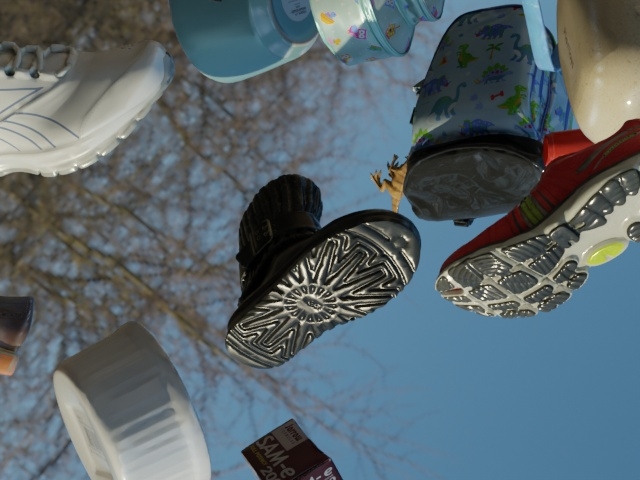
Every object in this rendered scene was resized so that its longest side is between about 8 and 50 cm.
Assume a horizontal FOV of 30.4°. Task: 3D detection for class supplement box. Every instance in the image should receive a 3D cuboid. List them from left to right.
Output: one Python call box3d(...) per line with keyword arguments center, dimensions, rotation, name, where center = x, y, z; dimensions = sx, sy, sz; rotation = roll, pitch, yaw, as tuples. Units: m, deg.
box3d(center=(0.013, 0.319, 1.243), dimensions=(0.073, 0.239, 0.130), rotation=(-30, -163, -11), name="supplement box")

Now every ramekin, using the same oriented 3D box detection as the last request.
box3d(center=(-0.286, 0.272, 1.748), dimensions=(0.135, 0.277, 0.277), rotation=(-24, -170, -24), name="ramekin")

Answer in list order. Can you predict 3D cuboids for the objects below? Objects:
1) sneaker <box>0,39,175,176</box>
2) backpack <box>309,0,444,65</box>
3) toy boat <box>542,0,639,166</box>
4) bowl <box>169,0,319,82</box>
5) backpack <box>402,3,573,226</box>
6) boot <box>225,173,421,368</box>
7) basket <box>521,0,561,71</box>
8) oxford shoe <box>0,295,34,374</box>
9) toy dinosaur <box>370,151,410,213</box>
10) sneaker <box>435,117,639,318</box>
box3d(center=(-0.270, -0.122, 1.033), dimensions=(0.297, 0.129, 0.111), rotation=(-16, -149, 15), name="sneaker")
box3d(center=(0.065, -0.300, 1.346), dimensions=(0.144, 0.166, 0.188), rotation=(4, -119, 29), name="backpack")
box3d(center=(0.359, -0.193, 1.410), dimensions=(0.318, 0.148, 0.267), rotation=(87, 1, -55), name="toy boat")
box3d(center=(-0.100, -0.426, 2.025), dimensions=(0.163, 0.311, 0.311), rotation=(8, -126, 36), name="bowl")
box3d(center=(0.301, -0.230, 2.015), dimensions=(0.290, 0.273, 0.355), rotation=(-4, -143, 37), name="backpack")
box3d(center=(-0.004, -0.002, 1.637), dimensions=(0.348, 0.131, 0.260), rotation=(-33, -149, 31), name="boot")
box3d(center=(0.333, -0.399, 1.546), dimensions=(0.201, 0.254, 0.289), rotation=(12, -125, 30), name="basket")
box3d(center=(-0.584, 0.067, 1.656), dimensions=(0.132, 0.364, 0.130), rotation=(-68, -163, -7), name="oxford shoe")
box3d(center=(0.151, -0.101, 2.352), dimensions=(0.112, 0.064, 0.211), rotation=(50, -40, 46), name="toy dinosaur")
box3d(center=(0.234, -0.020, 1.164), dimensions=(0.279, 0.107, 0.118), rotation=(-34, -148, 30), name="sneaker")
